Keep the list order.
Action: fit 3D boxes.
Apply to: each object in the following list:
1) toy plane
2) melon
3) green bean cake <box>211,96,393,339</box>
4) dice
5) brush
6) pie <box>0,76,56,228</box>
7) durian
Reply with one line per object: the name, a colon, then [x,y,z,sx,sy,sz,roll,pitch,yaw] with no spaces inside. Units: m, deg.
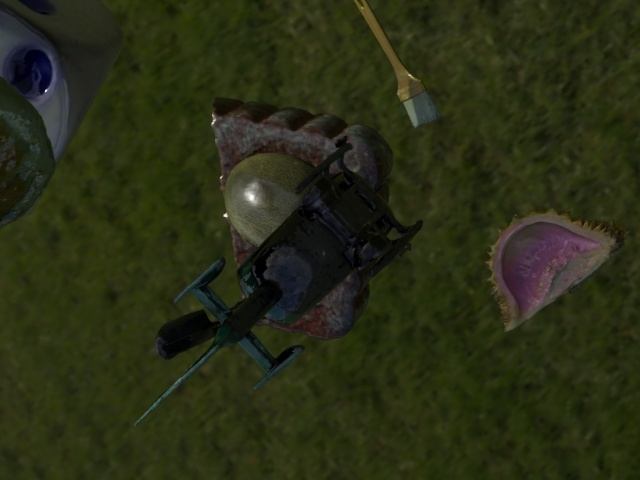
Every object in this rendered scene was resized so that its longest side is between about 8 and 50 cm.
toy plane: [-0.025,0.029,1.144,0.106,0.381,0.155,46,118,-1]
melon: [-0.038,-0.035,1.367,0.131,0.098,0.098,24,139,38]
green bean cake: [-0.031,-0.023,1.474,0.198,0.097,0.232,9,108,13]
dice: [-0.397,-0.201,1.733,0.243,0.251,0.259,31,110,-12]
brush: [0.095,-0.246,1.888,0.205,0.011,0.083,61,163,-5]
pie: [-0.303,-0.042,1.046,0.054,0.240,0.240,60,153,22]
durian: [0.320,0.034,1.958,0.132,0.165,0.182,54,129,46]
